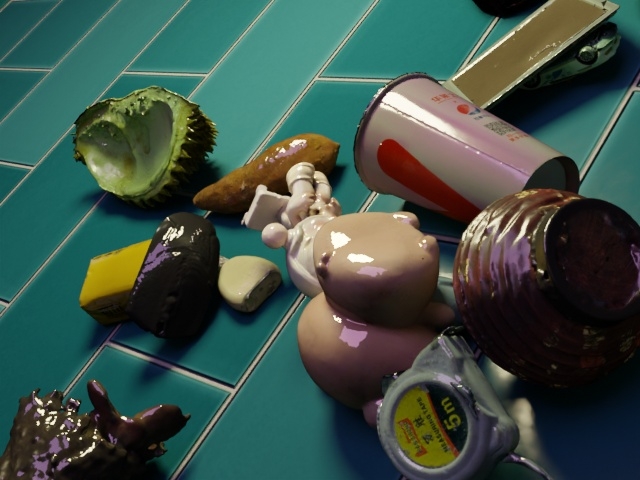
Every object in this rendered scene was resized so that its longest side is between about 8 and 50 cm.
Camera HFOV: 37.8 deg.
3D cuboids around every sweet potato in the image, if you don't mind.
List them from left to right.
[{"bbox_3d":[-0.101,-0.107,1.620,0.292,0.097,0.097,-22,39,18],"label":"sweet potato"}]

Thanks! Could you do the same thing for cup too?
[{"bbox_3d":[0.210,-0.104,1.328,0.203,0.203,0.288,-45,45,-14],"label":"cup"}]

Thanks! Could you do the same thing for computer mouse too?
[{"bbox_3d":[-0.226,0.051,1.488,0.073,0.122,0.217,145,143,-67],"label":"computer mouse"}]

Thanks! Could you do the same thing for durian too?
[{"bbox_3d":[-0.355,-0.175,1.794,0.394,0.198,0.163,1,51,40],"label":"durian"}]

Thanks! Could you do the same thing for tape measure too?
[{"bbox_3d":[0.179,0.269,1.017,0.164,0.084,0.330,-41,64,30],"label":"tape measure"}]

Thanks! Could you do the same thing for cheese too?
[{"bbox_3d":[-0.143,0.052,1.523,0.097,0.037,0.192,-45,39,-15],"label":"cheese"}]

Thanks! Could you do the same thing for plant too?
[{"bbox_3d":[-0.332,0.299,1.283,0.204,0.178,0.234,4,57,40],"label":"plant"}]

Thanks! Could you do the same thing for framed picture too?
[{"bbox_3d":[0.333,-0.308,1.512,0.273,0.016,0.216,-37,22,10],"label":"framed picture"}]

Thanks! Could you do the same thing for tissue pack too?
[{"bbox_3d":[-0.315,0.067,1.596,0.169,0.082,0.120,-16,43,22],"label":"tissue pack"}]

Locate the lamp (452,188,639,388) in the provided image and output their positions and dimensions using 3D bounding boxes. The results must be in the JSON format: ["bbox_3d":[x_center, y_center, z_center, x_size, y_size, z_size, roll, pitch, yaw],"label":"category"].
[{"bbox_3d":[0.264,0.055,1.080,0.247,0.247,0.247,-20,40,18],"label":"lamp"}]

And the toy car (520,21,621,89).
[{"bbox_3d":[0.389,-0.286,1.478,0.186,0.058,0.093,-18,34,45],"label":"toy car"}]

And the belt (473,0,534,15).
[{"bbox_3d":[0.318,-0.551,1.731,0.184,0.164,0.289,-36,37,12],"label":"belt"}]

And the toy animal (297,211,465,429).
[{"bbox_3d":[0.068,0.088,1.178,0.229,0.221,0.210,-37,34,-4],"label":"toy animal"}]

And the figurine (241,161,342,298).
[{"bbox_3d":[-0.009,0.006,1.383,0.144,0.182,0.256,-45,38,11],"label":"figurine"}]
